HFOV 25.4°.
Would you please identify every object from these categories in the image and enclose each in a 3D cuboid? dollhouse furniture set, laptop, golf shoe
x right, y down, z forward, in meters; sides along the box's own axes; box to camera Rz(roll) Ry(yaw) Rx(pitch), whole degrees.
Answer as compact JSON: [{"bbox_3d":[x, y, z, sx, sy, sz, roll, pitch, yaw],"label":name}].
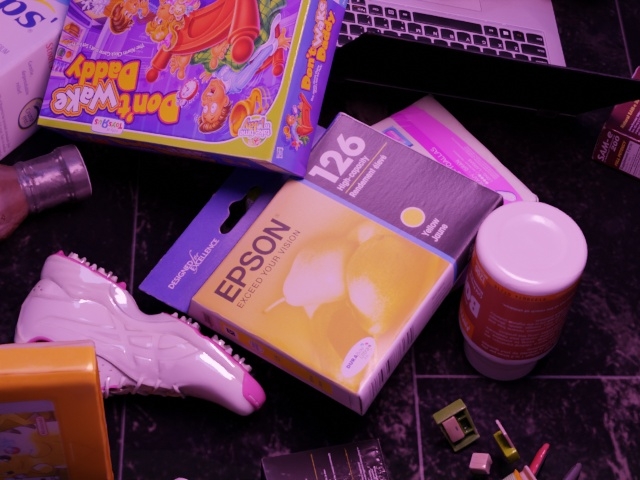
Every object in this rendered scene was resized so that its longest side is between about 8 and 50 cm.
[{"bbox_3d":[0.179,0.242,1.531,0.076,0.059,0.152,-30,41,0],"label":"dollhouse furniture set"},{"bbox_3d":[0.186,-0.293,1.790,0.381,0.236,0.408,8,52,-16],"label":"laptop"},{"bbox_3d":[-0.208,0.135,1.596,0.306,0.115,0.140,27,72,18],"label":"golf shoe"}]

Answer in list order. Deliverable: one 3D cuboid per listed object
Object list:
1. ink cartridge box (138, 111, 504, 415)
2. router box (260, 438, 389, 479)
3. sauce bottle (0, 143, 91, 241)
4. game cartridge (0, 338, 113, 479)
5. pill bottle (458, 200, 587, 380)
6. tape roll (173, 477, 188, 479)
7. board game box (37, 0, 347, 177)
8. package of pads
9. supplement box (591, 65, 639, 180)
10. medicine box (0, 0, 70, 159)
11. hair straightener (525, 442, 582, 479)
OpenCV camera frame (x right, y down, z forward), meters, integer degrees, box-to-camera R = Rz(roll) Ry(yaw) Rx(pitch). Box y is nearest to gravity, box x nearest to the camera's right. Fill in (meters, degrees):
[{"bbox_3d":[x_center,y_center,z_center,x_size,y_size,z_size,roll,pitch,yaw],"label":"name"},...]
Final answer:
[{"bbox_3d":[0.000,0.000,1.599,0.307,0.072,0.304,29,64,18],"label":"ink cartridge box"},{"bbox_3d":[0.017,0.306,1.511,0.133,0.046,0.179,-8,55,-9],"label":"router box"},{"bbox_3d":[-0.442,-0.029,1.681,0.344,0.111,0.111,-19,58,-16],"label":"sauce bottle"},{"bbox_3d":[-0.374,0.201,1.413,0.323,0.285,0.053,-5,54,-7],"label":"game cartridge"},{"bbox_3d":[0.220,0.064,1.595,0.121,0.216,0.121,2,53,-3],"label":"pill bottle"},{"bbox_3d":[-0.147,0.370,1.332,0.169,0.246,0.246,-27,60,-21],"label":"tape roll"},{"bbox_3d":[-0.153,-0.216,1.670,0.347,0.078,0.233,10,84,31],"label":"board game box"},{"bbox_3d":[0.091,-0.024,1.722,0.296,0.101,0.229,-30,60,-22],"label":"package of pads"},{"bbox_3d":[0.489,-0.117,1.833,0.239,0.073,0.130,27,56,14],"label":"supplement box"},{"bbox_3d":[-0.467,-0.245,1.812,0.263,0.149,0.289,35,60,19],"label":"medicine box"},{"bbox_3d":[0.225,0.326,1.510,0.089,0.047,0.230,27,57,15],"label":"hair straightener"}]
